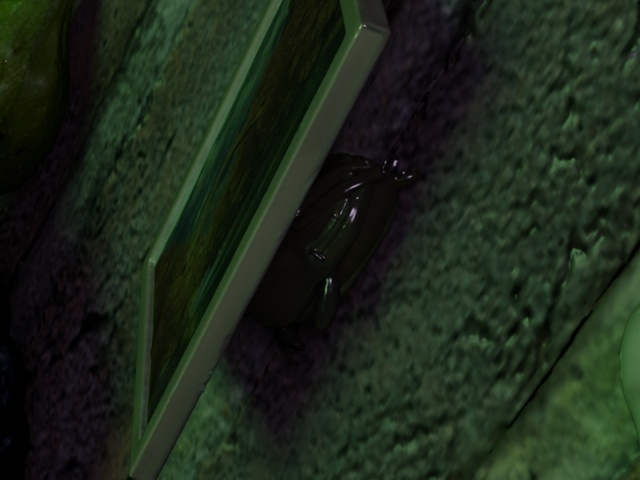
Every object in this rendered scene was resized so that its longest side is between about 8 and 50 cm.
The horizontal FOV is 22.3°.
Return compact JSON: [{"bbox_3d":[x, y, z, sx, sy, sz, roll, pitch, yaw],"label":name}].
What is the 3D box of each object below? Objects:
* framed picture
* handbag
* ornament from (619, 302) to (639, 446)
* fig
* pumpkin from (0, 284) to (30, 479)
[{"bbox_3d":[-0.036,-0.033,0.765,0.184,0.016,0.250,-96,31,-57],"label":"framed picture"},{"bbox_3d":[0.000,0.000,0.735,0.111,0.047,0.072,-50,28,35],"label":"handbag"},{"bbox_3d":[0.140,0.079,0.496,0.075,0.081,0.156,-43,55,49],"label":"ornament"},{"bbox_3d":[-0.209,-0.107,1.009,0.123,0.123,0.156,33,95,53],"label":"fig"},{"bbox_3d":[-0.331,0.097,0.972,0.363,0.266,0.363,31,128,50],"label":"pumpkin"}]
